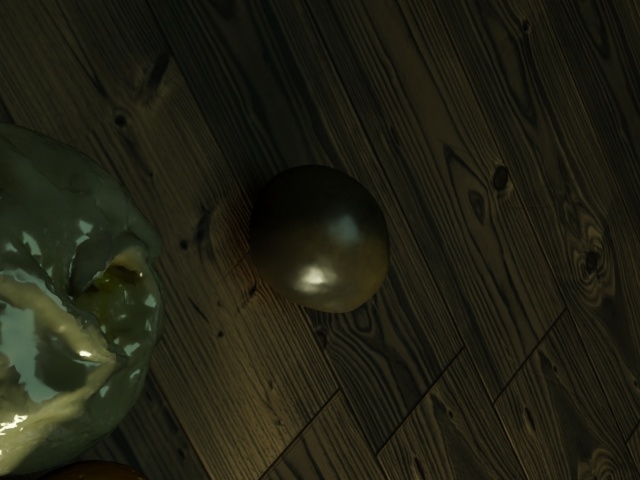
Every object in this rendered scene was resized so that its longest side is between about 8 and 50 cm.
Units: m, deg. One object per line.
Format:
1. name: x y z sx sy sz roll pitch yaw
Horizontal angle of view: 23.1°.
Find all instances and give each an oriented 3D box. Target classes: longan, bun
1. longan: 0.000 0.000 1.878 0.187 0.167 0.167 44 54 -27
2. bun: -0.293 0.054 1.509 0.365 0.219 0.365 13 72 -45

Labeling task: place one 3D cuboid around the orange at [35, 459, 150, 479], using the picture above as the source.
1. orange: -0.240 0.307 1.549 0.179 0.237 0.158 -20 64 -29
